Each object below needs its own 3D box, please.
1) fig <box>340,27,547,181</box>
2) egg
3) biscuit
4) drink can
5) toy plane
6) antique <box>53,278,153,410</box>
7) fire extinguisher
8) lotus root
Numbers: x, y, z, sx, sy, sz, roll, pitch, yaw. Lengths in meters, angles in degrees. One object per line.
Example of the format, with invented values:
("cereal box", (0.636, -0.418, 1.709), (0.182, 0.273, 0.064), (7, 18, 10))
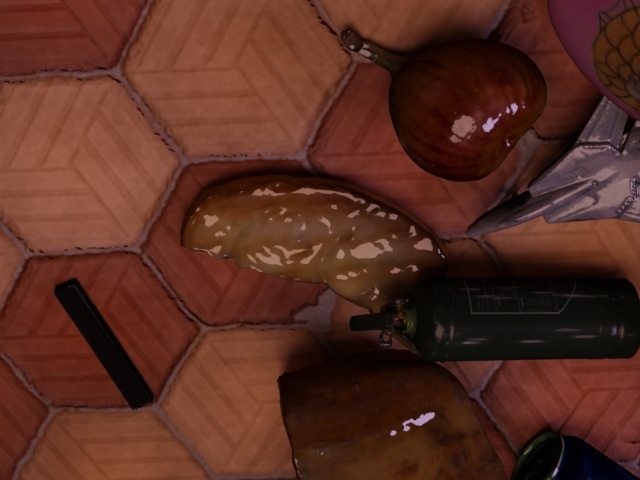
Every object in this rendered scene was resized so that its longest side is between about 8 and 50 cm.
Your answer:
("fig", (0.135, -0.138, 1.851), (0.202, 0.148, 0.149), (10, 96, 42))
("egg", (0.353, -0.203, 1.746), (0.271, 0.196, 0.196), (25, 124, 19))
("biscuit", (0.000, -0.004, 1.990), (0.299, 0.045, 0.154), (20, 122, -9))
("drink can", (0.333, 0.320, 2.139), (0.205, 0.118, 0.118), (36, 117, -18))
("toy plane", (0.280, -0.064, 1.920), (0.267, 0.088, 0.212), (-21, 114, 26))
("antique", (-0.255, 0.125, 2.101), (0.031, 0.015, 0.192), (-22, 120, 14))
("fire extinguisher", (0.195, 0.089, 1.979), (0.311, 0.114, 0.095), (0, 86, -14))
("lotus root", (0.066, 0.267, 2.062), (0.250, 0.316, 0.316), (-18, 122, -8))
